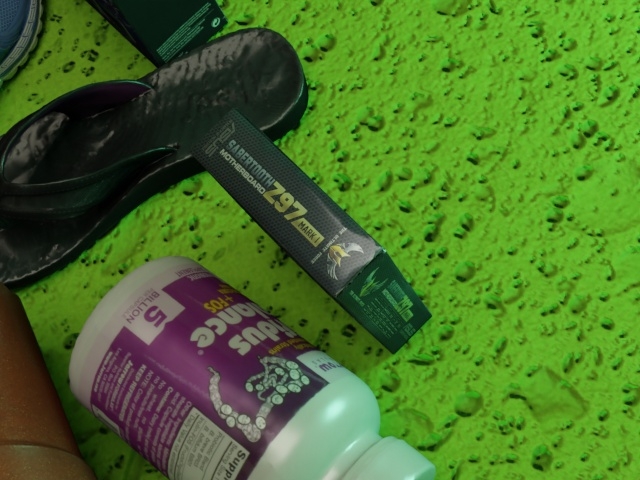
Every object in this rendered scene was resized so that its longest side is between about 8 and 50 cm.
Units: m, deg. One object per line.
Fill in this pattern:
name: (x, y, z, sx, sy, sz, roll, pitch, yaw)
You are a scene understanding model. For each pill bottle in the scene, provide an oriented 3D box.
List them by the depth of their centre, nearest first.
pill bottle: (-0.057, 0.155, 0.880, 0.301, 0.169, 0.169, 34, 79, 21)

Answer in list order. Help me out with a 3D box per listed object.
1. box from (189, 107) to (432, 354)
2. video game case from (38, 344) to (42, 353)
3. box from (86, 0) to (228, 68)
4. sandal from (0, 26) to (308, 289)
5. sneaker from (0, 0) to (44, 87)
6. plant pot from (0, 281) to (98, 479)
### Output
box: (0.000, 0.000, 0.895, 0.059, 0.232, 0.183, -45, 66, -1)
video game case: (-0.338, 0.229, 0.990, 0.193, 0.023, 0.212, -23, 66, 2)
box: (-0.240, -0.323, 1.102, 0.103, 0.184, 0.261, -43, 66, -7)
sandal: (-0.229, -0.102, 1.052, 0.446, 0.107, 0.167, -30, 66, -1)
sneaker: (-0.412, -0.215, 1.115, 0.130, 0.147, 0.330, 11, 71, 16)
plant pot: (-0.325, 0.180, 0.865, 0.272, 0.272, 0.265, -26, 57, 1)
